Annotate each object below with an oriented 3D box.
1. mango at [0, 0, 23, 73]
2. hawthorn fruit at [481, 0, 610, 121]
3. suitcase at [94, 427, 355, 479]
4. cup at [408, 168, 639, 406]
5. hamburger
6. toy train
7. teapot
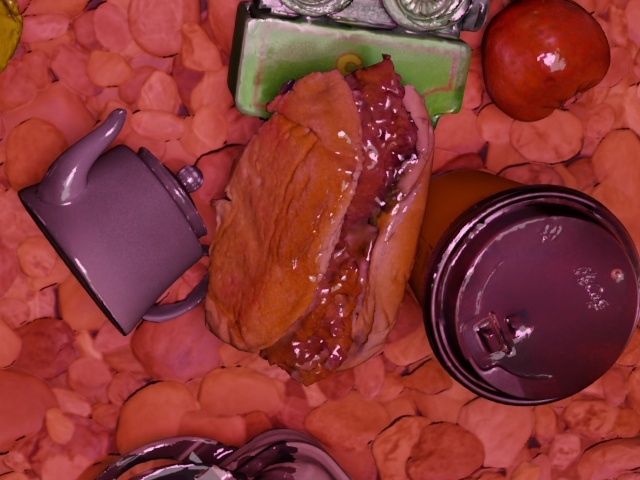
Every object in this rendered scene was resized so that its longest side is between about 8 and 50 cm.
[{"bbox_3d":[-0.341,-0.207,1.126,0.178,0.100,0.119,46,56,-10],"label":"mango"},{"bbox_3d":[0.204,-0.176,1.236,0.140,0.125,0.125,28,99,17],"label":"hawthorn fruit"},{"bbox_3d":[-0.093,0.345,1.271,0.351,0.194,0.339,-39,102,-1],"label":"suitcase"},{"bbox_3d":[0.164,0.025,1.189,0.196,0.279,0.196,-2,105,-10],"label":"cup"},{"bbox_3d":[0.000,0.000,1.153,0.155,0.282,0.245,2,71,-34],"label":"hamburger"},{"bbox_3d":[0.030,-0.192,1.188,0.243,0.132,0.188,5,108,-10],"label":"toy train"},{"bbox_3d":[-0.166,-0.014,1.194,0.149,0.162,0.239,-38,134,-12],"label":"teapot"}]
